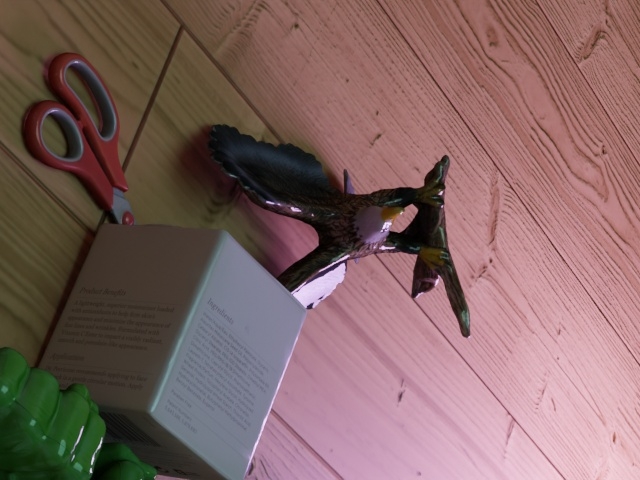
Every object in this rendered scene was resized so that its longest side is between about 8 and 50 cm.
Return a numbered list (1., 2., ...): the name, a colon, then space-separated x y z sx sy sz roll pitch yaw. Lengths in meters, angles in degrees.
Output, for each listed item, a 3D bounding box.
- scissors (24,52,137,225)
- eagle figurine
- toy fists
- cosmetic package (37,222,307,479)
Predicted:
1. scissors: -0.182 -0.040 1.733 0.297 0.021 0.109 58 44 -35
2. eagle figurine: 0.004 -0.005 1.902 0.298 0.225 0.226 -9 52 -27
3. toy fists: -0.220 0.191 1.556 0.279 0.142 0.096 57 45 -38
4. cosmetic package: -0.134 0.100 1.670 0.151 0.151 0.184 47 57 -45
